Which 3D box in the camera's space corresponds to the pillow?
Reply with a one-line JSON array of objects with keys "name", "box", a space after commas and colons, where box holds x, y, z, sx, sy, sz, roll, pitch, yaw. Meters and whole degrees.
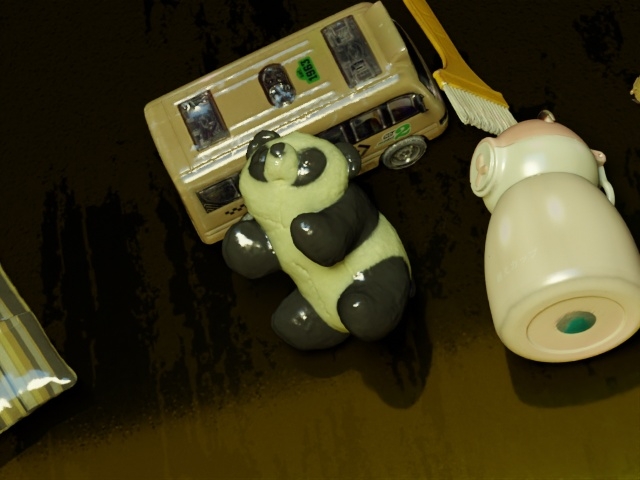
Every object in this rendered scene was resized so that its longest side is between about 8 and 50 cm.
[{"name": "pillow", "box": [-0.380, 0.129, 1.831, 0.212, 0.052, 0.208, -35, 58, -6]}]

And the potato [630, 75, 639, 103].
[{"name": "potato", "box": [0.397, -0.144, 1.768, 0.101, 0.089, 0.172, -40, 61, -11]}]

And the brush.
[{"name": "brush", "box": [0.127, -0.204, 1.871, 0.013, 0.103, 0.272, -48, 48, 25]}]

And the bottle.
[{"name": "bottle", "box": [0.221, -0.016, 1.719, 0.148, 0.147, 0.236, -14, 54, 6]}]

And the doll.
[{"name": "doll", "box": [0.000, 0.001, 1.720, 0.143, 0.234, 0.135, -9, 36, 45]}]

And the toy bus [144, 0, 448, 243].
[{"name": "toy bus", "box": [-0.024, -0.126, 1.817, 0.290, 0.157, 0.139, -24, 62, 1]}]
